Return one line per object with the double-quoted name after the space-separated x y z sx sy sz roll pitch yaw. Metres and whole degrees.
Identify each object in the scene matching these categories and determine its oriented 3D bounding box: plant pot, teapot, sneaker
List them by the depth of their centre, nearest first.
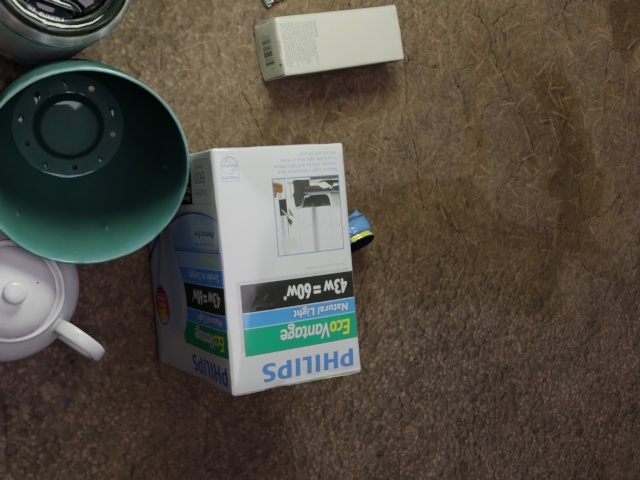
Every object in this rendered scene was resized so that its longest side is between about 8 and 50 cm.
-0.371 -0.144 1.263 0.293 0.235 0.293 -10 117 -20 "plant pot"
-0.475 0.077 1.264 0.256 0.187 0.252 -7 95 -31 "teapot"
0.000 0.000 1.620 0.209 0.069 0.082 -22 70 -19 "sneaker"

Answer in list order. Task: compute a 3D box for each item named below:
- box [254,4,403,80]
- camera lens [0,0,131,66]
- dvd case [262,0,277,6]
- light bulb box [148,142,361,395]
0.019 -0.379 1.593 0.275 0.094 0.113 -13 98 -30 "box"
-0.414 -0.381 1.233 0.219 0.274 0.219 -1 92 -30 "camera lens"
-0.077 -0.508 1.579 0.119 0.013 0.087 -37 109 -23 "dvd case"
-0.126 0.036 1.368 0.225 0.358 0.360 -6 93 -28 "light bulb box"
